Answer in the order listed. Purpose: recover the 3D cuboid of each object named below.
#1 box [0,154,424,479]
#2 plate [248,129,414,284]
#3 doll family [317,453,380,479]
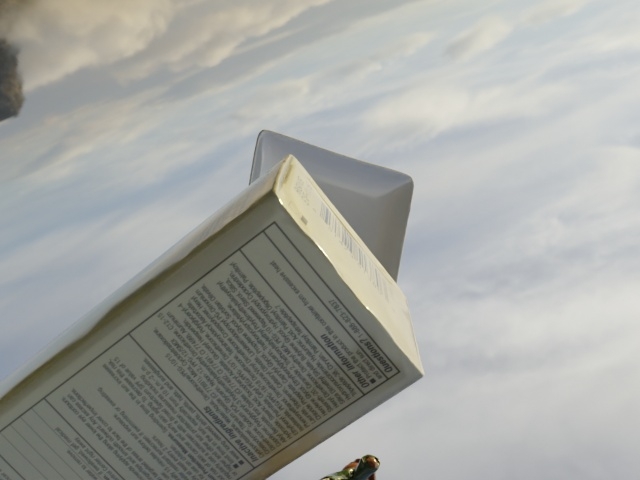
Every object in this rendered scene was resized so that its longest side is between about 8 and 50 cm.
[{"bbox_3d":[-0.101,0.098,0.458,0.311,0.148,0.121,-35,-166,12],"label":"box"},{"bbox_3d":[0.000,0.000,1.043,0.278,0.277,0.045,14,171,-23],"label":"plate"},{"bbox_3d":[-0.029,0.204,0.439,0.193,0.076,0.111,-34,157,28],"label":"doll family"}]
